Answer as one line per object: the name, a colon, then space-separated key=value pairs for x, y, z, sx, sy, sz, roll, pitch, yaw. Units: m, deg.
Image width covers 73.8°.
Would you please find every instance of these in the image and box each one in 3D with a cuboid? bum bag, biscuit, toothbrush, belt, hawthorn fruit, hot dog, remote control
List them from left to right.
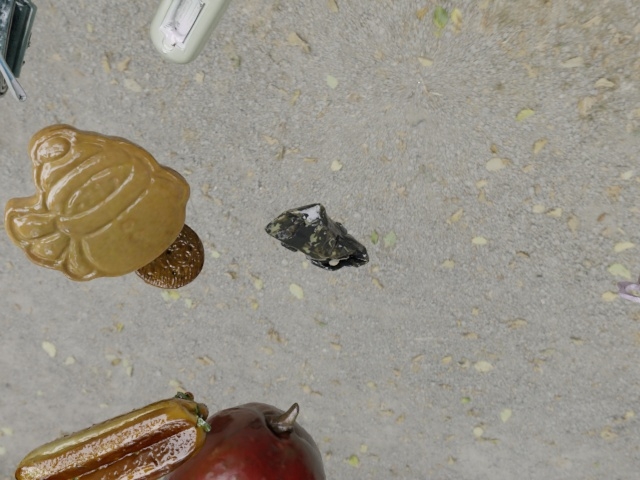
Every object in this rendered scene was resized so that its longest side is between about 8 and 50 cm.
belt: x=-0.474 y=-0.325 z=0.604 sx=0.116 sy=0.206 sz=0.267 roll=15 pitch=154 yaw=-34
toothbrush: x=-0.316 y=-0.191 z=0.406 sx=0.017 sy=0.014 sz=0.162 roll=44 pitch=152 yaw=12
biscuit: x=-0.441 y=-0.061 z=0.865 sx=0.057 sy=0.351 sz=0.312 roll=36 pitch=84 yaw=39
hot dog: x=-0.196 y=0.202 z=0.404 sx=0.188 sy=0.055 sz=0.072 roll=-19 pitch=100 yaw=-8
biscuit: x=-0.384 y=0.032 z=1.077 sx=0.188 sy=0.188 sz=0.027 roll=49 pitch=142 yaw=-7
remote control: x=-0.172 y=-0.335 z=0.591 sx=0.078 sy=0.042 sz=0.221 roll=40 pitch=134 yaw=-16
hawthorn fruit: x=-0.091 y=0.309 z=0.548 sx=0.215 sy=0.215 sz=0.249 roll=25 pitch=92 yaw=3
bum bag: x=-0.001 y=0.000 z=0.702 sx=0.102 sy=0.248 sz=0.069 roll=6 pitch=71 yaw=27

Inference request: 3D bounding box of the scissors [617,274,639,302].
scissors: x=0.668 y=0.126 z=0.790 sx=0.110 sy=0.212 sz=0.021 roll=-17 pitch=122 yaw=-10
